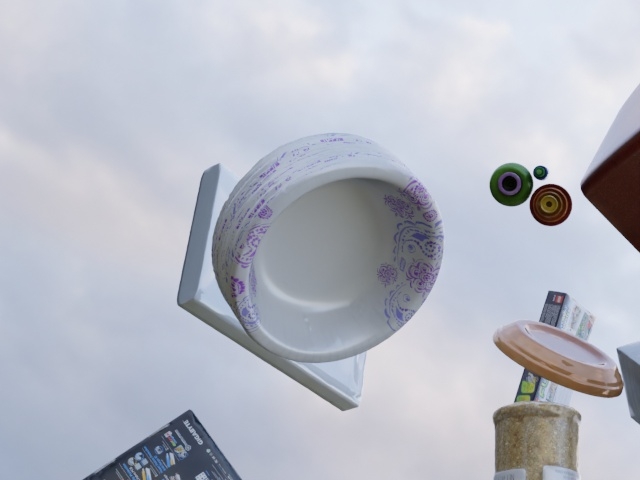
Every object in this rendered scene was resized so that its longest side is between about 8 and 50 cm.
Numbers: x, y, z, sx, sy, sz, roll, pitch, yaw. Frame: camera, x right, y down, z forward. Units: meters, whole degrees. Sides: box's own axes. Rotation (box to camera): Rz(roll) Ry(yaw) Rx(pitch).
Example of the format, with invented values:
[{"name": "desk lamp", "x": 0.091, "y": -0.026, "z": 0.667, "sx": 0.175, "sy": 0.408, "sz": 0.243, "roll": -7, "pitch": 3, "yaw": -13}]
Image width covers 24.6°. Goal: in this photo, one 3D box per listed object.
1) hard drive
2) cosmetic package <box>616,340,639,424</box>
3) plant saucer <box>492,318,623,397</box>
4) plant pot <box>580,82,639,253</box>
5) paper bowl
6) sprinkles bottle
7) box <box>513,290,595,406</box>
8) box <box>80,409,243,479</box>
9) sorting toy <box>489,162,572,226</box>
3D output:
[{"name": "hard drive", "x": -0.056, "y": 0.073, "z": 2.158, "sx": 0.047, "sy": 0.233, "sz": 0.353, "roll": -20, "pitch": -43, "yaw": 36}, {"name": "cosmetic package", "x": 0.531, "y": 0.231, "z": 2.174, "sx": 0.238, "sy": 0.107, "sz": 0.127, "roll": -135, "pitch": -149, "yaw": -73}, {"name": "plant saucer", "x": 0.345, "y": 0.163, "z": 2.106, "sx": 0.200, "sy": 0.037, "sz": 0.200, "roll": 20, "pitch": 13, "yaw": -5}, {"name": "plant pot", "x": 0.468, "y": -0.097, "z": 1.729, "sx": 0.267, "sy": 0.267, "sz": 0.236, "roll": 44, "pitch": -41, "yaw": -11}, {"name": "paper bowl", "x": 0.000, "y": 0.000, "z": 1.840, "sx": 0.148, "sy": 0.284, "sz": 0.284, "roll": 51, "pitch": -8, "yaw": 52}, {"name": "sprinkles bottle", "x": 0.281, "y": 0.393, "z": 1.902, "sx": 0.121, "sy": 0.355, "sz": 0.121, "roll": 3, "pitch": -21, "yaw": 1}, {"name": "box", "x": 0.376, "y": 0.196, "z": 2.357, "sx": 0.036, "sy": 0.207, "sz": 0.114, "roll": 8, "pitch": -18, "yaw": 40}, {"name": "box", "x": -0.168, "y": 0.339, "z": 1.773, "sx": 0.220, "sy": 0.175, "sz": 0.051, "roll": 50, "pitch": -16, "yaw": 23}, {"name": "sorting toy", "x": 0.240, "y": -0.058, "z": 1.670, "sx": 0.102, "sy": 0.061, "sz": 0.042, "roll": 27, "pitch": 6, "yaw": 13}]
